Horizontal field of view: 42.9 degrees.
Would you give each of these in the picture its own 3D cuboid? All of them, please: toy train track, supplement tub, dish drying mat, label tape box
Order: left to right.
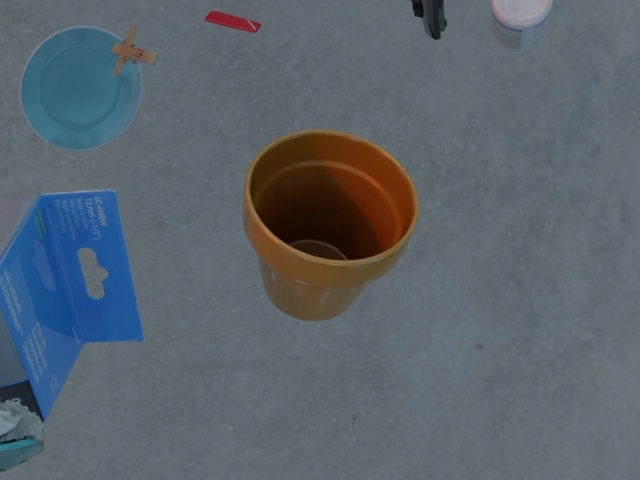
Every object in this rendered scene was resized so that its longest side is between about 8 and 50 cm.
[{"bbox_3d":[-0.362,0.088,0.814,0.348,0.249,0.115,-7,48,-10],"label":"label tape box"},{"bbox_3d":[-0.167,-0.170,0.747,0.014,0.083,0.048,19,94,-42],"label":"toy train track"},{"bbox_3d":[-0.137,-0.342,1.273,0.032,0.083,0.008,-68,172,-45],"label":"dish drying mat"},{"bbox_3d":[0.240,-0.273,0.976,0.107,0.071,0.070,19,72,-78],"label":"supplement tub"}]

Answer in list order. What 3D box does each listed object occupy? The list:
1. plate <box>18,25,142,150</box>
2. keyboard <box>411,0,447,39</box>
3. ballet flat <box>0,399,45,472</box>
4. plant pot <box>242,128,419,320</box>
[{"bbox_3d":[-0.352,-0.223,1.200,0.188,0.024,0.188,-20,125,-32],"label":"plate"},{"bbox_3d":[0.028,-0.261,0.405,0.317,0.033,0.201,62,21,-68],"label":"keyboard"},{"bbox_3d":[-0.445,0.188,0.672,0.409,0.147,0.146,-18,100,-28],"label":"ballet flat"},{"bbox_3d":[0.000,0.000,1.012,0.205,0.188,0.205,6,52,-7],"label":"plant pot"}]
